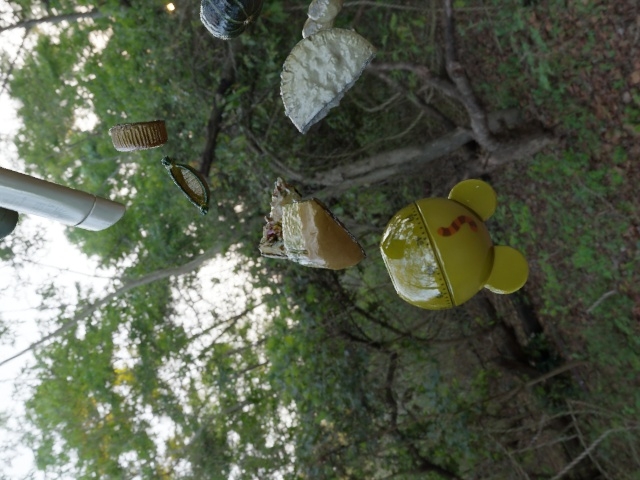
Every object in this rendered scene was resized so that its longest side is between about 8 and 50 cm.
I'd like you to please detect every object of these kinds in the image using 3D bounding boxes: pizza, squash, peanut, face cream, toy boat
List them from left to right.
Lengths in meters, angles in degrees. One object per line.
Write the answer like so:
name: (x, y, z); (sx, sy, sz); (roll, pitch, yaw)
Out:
face cream: (-0.741, -0.107, 1.577); (0.349, 0.174, 0.081); (19, -120, -41)
toy boat: (-0.436, -0.188, 1.880); (0.229, 0.089, 0.088); (54, -156, -14)
squash: (-0.328, -0.877, 2.130); (0.165, 0.252, 0.252); (44, -177, 1)
pizza: (-0.074, -0.054, 1.939); (0.074, 0.252, 0.287); (-63, -15, -67)
peanut: (0.005, -0.705, 1.772); (0.085, 0.104, 0.228); (60, 156, 13)

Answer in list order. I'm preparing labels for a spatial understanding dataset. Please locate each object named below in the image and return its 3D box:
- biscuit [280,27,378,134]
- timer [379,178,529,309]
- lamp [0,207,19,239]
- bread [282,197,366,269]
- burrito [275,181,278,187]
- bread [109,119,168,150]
biscuit: (-0.005, -0.414, 1.426); (0.179, 0.281, 0.084); (37, -164, -13)
timer: (0.385, 0.027, 1.705); (0.376, 0.387, 0.376); (-21, -90, -84)
lamp: (-1.046, -0.109, 1.832); (0.198, 0.244, 0.197); (42, 171, 8)
bread: (0.000, 0.000, 1.615); (0.262, 0.162, 0.204); (43, 159, -19)
burrito: (-0.148, -0.195, 2.331); (0.074, 0.044, 0.118); (67, -174, 34)
bread: (-0.648, -0.375, 2.047); (0.199, 0.199, 0.104); (-104, 6, -75)
